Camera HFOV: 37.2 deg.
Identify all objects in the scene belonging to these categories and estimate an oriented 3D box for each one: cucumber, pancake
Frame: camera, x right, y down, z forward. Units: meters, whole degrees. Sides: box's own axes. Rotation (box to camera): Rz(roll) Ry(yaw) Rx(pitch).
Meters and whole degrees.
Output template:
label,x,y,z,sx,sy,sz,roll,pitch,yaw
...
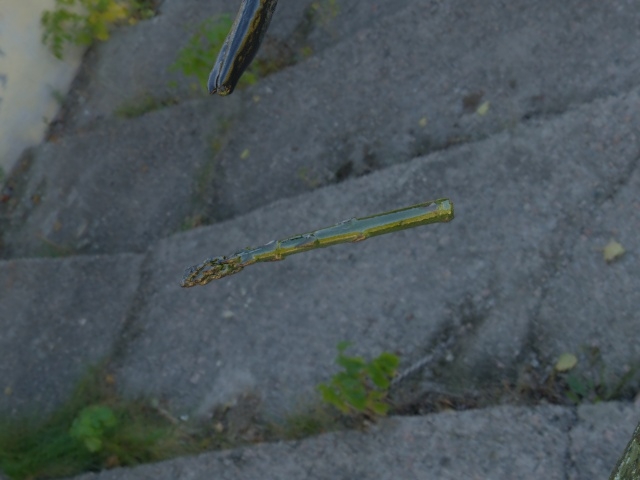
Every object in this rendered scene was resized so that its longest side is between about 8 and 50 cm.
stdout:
label,x,y,z,sx,sy,sz,roll,pitch,yaw
cucumber,-0.061,-0.179,0.808,0.033,0.034,0.135,1,69,50
pancake,0.228,0.163,0.686,0.017,0.108,0.108,26,79,11

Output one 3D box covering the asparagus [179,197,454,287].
label,x,y,z,sx,sy,sz,roll,pitch,yaw
asparagus,0.000,0.000,0.802,0.025,0.248,0.024,139,115,-73
